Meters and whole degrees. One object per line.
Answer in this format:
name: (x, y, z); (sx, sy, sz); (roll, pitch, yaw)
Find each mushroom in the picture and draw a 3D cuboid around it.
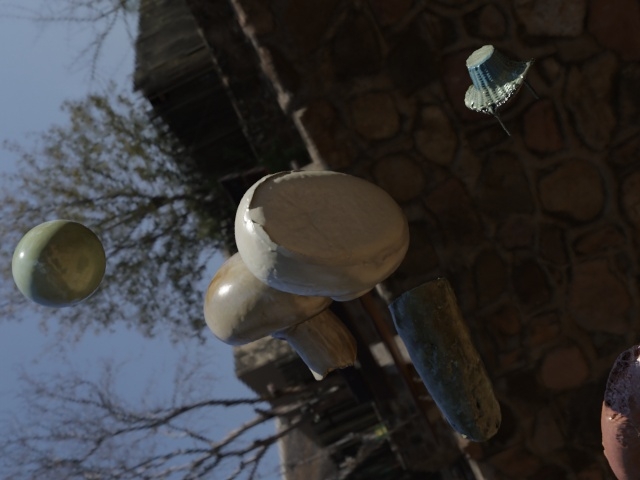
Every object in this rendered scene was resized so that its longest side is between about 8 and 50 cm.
mushroom: (-0.064, 0.137, 1.620); (0.289, 0.293, 0.292); (61, -174, -10)

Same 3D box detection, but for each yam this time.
yam: (0.244, 0.226, 1.605); (0.330, 0.133, 0.133); (63, -174, -5)

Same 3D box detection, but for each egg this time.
egg: (-0.339, 0.029, 1.117); (0.114, 0.114, 0.152); (63, -175, -12)

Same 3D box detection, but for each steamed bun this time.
steamed bun: (0.000, 0.000, 1.117); (0.130, 0.228, 0.177); (110, 150, -47)

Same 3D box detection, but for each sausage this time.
sausage: (0.395, 0.214, 1.060); (0.326, 0.087, 0.079); (72, -151, -50)

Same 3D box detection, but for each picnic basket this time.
picnic basket: (0.180, -0.151, 0.850); (0.083, 0.083, 0.065); (47, -124, -22)
